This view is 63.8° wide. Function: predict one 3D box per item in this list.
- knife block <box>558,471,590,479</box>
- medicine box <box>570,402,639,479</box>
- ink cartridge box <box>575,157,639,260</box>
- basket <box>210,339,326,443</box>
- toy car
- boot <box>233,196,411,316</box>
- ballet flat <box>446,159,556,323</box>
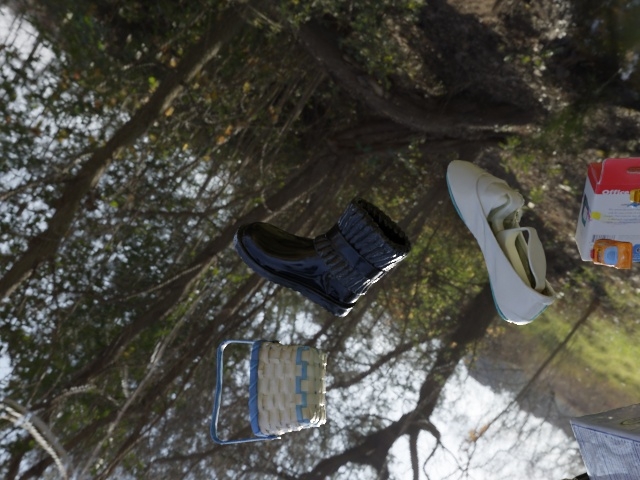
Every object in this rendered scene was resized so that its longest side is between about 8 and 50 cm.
[{"bbox_3d":[0.485,0.527,1.038,0.276,0.242,0.088,22,163,16],"label":"knife block"},{"bbox_3d":[0.537,0.392,0.753,0.289,0.149,0.263,85,171,-76],"label":"medicine box"},{"bbox_3d":[0.572,-0.071,0.963,0.134,0.231,0.078,1,-141,14],"label":"ink cartridge box"},{"bbox_3d":[-0.134,0.372,1.277,0.289,0.254,0.201,-4,160,15],"label":"basket"},{"bbox_3d":[0.369,-0.017,0.646,0.041,0.122,0.060,-4,-155,-11],"label":"toy car"},{"bbox_3d":[0.002,-0.002,1.164,0.348,0.260,0.131,29,-144,-10],"label":"boot"},{"bbox_3d":[0.395,-0.025,1.099,0.139,0.139,0.400,25,-134,-58],"label":"ballet flat"}]
